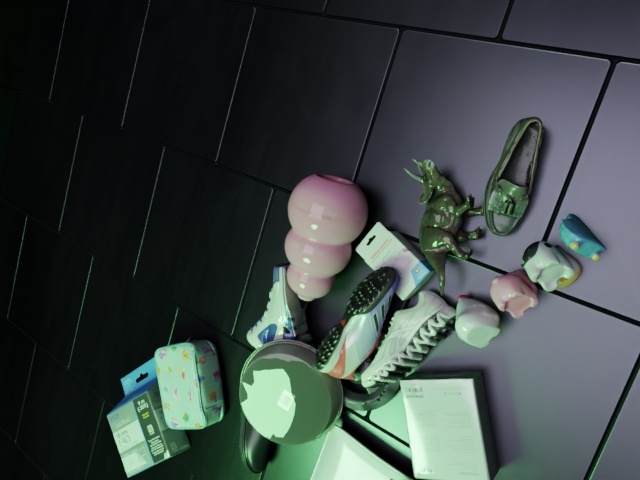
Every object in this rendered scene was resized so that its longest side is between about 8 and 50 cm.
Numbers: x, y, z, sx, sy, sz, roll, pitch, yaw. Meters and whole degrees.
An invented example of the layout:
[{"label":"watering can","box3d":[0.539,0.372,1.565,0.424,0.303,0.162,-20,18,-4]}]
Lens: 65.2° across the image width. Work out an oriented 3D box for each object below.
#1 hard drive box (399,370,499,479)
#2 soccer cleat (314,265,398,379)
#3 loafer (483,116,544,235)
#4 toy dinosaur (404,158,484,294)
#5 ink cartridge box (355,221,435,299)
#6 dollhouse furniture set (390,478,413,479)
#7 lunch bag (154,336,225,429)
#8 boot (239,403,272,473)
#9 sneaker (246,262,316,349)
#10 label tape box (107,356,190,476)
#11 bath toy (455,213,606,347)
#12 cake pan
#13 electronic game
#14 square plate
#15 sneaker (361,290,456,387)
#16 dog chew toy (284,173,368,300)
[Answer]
[{"label":"hard drive box","box3d":[0.300,0.432,1.174,0.181,0.089,0.232,-10,84,31]},{"label":"soccer cleat","box3d":[0.111,0.208,1.241,0.318,0.116,0.108,-58,21,11]},{"label":"loafer","box3d":[0.421,-0.139,1.092,0.096,0.084,0.267,14,97,12]},{"label":"toy dinosaur","box3d":[0.293,-0.035,1.182,0.160,0.121,0.313,7,98,43]},{"label":"ink cartridge box","box3d":[0.188,0.048,1.257,0.181,0.061,0.104,47,114,22]},{"label":"dollhouse furniture set","box3d":[0.234,0.600,1.159,0.152,0.058,0.076,-17,117,31]},{"label":"lunch bag","box3d":[-0.424,0.455,1.605,0.224,0.108,0.279,-17,80,35]},{"label":"boot","box3d":[-0.130,0.548,1.433,0.207,0.094,0.246,-11,78,35]},{"label":"sneaker","box3d":[-0.129,0.225,1.414,0.182,0.127,0.315,-7,88,29]},{"label":"label tape box","box3d":[-0.612,0.603,1.722,0.241,0.106,0.333,-34,73,26]},{"label":"bath toy","box3d":[0.429,0.092,1.076,0.348,0.151,0.129,-46,30,26]},{"label":"cake pan","box3d":[-0.087,0.410,1.321,0.293,0.054,0.293,2,99,15]},{"label":"electronic game","box3d":[0.104,0.332,1.317,0.229,0.048,0.229,-1,87,23]},{"label":"square plate","box3d":[0.120,0.713,1.309,0.347,0.049,0.344,26,104,29]},{"label":"sneaker","box3d":[0.203,0.245,1.222,0.292,0.110,0.118,-45,58,7]},{"label":"dog chew toy","box3d":[0.000,0.000,1.299,0.207,0.206,0.331,23,108,29]}]
